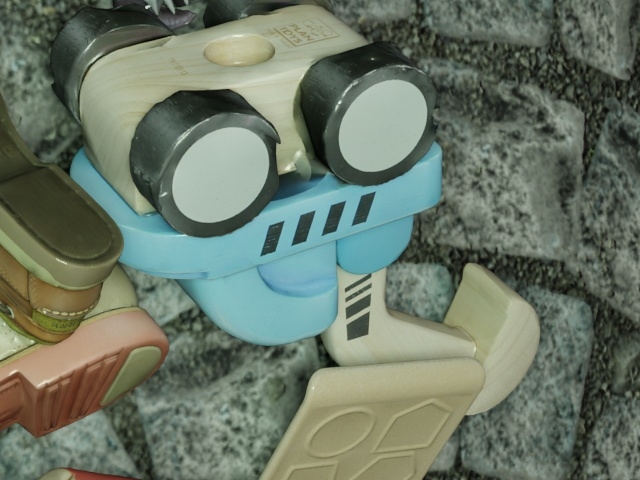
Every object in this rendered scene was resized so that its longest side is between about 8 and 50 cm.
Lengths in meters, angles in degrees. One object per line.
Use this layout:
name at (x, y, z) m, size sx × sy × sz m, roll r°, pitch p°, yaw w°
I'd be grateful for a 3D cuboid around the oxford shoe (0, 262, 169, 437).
oxford shoe at (-0.322, 0.103, 1.263) m, size 0.397 × 0.140 × 0.146 m, roll -18°, pitch 66°, yaw -29°

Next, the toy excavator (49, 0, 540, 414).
toy excavator at (0.000, 0.000, 1.430) m, size 0.433 × 0.222 × 0.445 m, roll -18°, pitch 128°, yaw -25°

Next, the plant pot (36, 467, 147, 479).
plant pot at (-0.134, 0.312, 1.304) m, size 0.243 × 0.275 × 0.275 m, roll 26°, pitch 74°, yaw -24°

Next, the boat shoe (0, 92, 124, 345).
boat shoe at (-0.277, -0.049, 1.235) m, size 0.111 × 0.104 × 0.307 m, roll -15°, pitch 56°, yaw -46°

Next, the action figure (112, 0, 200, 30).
action figure at (-0.166, -0.319, 1.370) m, size 0.185 × 0.099 × 0.285 m, roll -53°, pitch 128°, yaw -45°

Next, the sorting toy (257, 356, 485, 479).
sorting toy at (0.033, 0.187, 1.492) m, size 0.193 × 0.038 × 0.208 m, roll -2°, pitch 131°, yaw -34°
